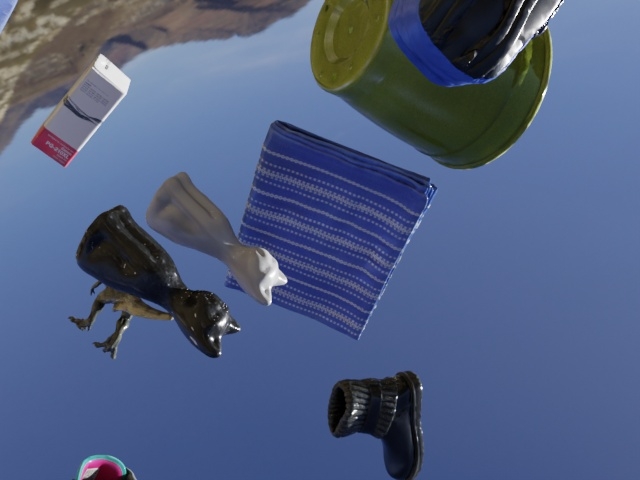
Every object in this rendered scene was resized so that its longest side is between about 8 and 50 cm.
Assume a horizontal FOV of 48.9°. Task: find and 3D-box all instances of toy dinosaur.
[{"bbox_3d":[-0.305,0.102,1.051,0.118,0.064,0.268,-52,-145,-6],"label":"toy dinosaur"}]

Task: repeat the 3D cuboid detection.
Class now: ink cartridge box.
[{"bbox_3d":[-0.570,-0.314,1.687,0.237,0.100,0.172,-46,-155,11],"label":"ink cartridge box"}]

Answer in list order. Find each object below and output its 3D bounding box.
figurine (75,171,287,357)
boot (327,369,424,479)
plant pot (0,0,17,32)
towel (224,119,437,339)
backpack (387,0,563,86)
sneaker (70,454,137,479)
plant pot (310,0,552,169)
[{"bbox_3d":[-0.157,0.030,0.889,0.092,0.209,0.215,-54,174,34],"label":"figurine"},{"bbox_3d":[0.149,0.537,1.975,0.260,0.348,0.131,-7,-171,-31],"label":"boot"},{"bbox_3d":[-0.493,-0.247,0.696,0.236,0.236,0.212,-55,164,6],"label":"plant pot"},{"bbox_3d":[0.000,0.000,1.029,0.243,0.336,0.040,21,-139,0],"label":"towel"},{"bbox_3d":[0.111,-0.172,0.517,0.120,0.098,0.101,-55,-163,-8],"label":"backpack"},{"bbox_3d":[-0.387,0.420,1.116,0.295,0.179,0.123,14,-175,30],"label":"sneaker"},{"bbox_3d":[0.184,-0.355,1.355,0.352,0.367,0.366,12,179,-34],"label":"plant pot"}]
